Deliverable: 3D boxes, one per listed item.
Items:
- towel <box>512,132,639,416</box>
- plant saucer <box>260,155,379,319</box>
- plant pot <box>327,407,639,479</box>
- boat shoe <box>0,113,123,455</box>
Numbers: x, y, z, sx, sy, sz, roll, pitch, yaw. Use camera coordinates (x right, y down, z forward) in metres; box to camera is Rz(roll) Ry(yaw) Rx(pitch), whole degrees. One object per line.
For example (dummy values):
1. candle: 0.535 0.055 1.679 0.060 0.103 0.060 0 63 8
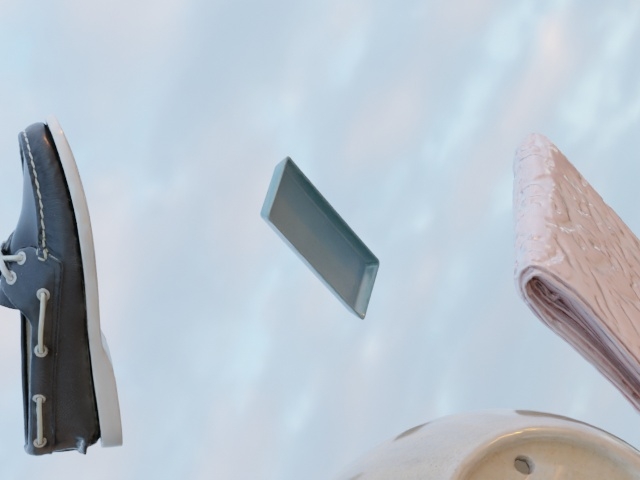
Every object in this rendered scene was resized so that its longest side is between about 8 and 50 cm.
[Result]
1. towel: 0.288 0.070 1.793 0.053 0.317 0.332 -38 15 18
2. plant saucer: 0.000 0.000 1.757 0.192 0.018 0.067 47 -129 -46
3. plant pot: 0.104 0.200 1.012 0.284 0.284 0.191 -53 -13 -34
4. boat shoe: -0.232 0.046 1.609 0.114 0.091 0.302 -132 33 -73
